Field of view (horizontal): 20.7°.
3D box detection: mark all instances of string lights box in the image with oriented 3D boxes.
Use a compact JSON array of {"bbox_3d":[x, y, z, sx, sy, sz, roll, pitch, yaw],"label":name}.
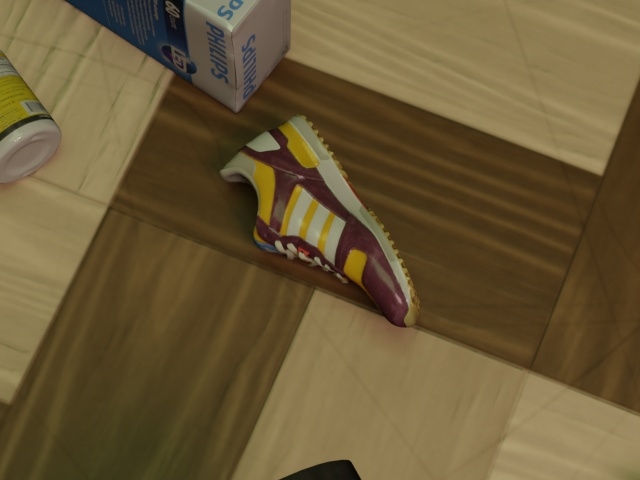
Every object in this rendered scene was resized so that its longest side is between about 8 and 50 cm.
[{"bbox_3d":[-0.147,-0.216,1.314,0.259,0.133,0.077,34,71,11],"label":"string lights box"}]

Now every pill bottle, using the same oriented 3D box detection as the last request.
[{"bbox_3d":[-0.249,-0.105,1.305,0.065,0.065,0.116,-34,72,-13],"label":"pill bottle"}]

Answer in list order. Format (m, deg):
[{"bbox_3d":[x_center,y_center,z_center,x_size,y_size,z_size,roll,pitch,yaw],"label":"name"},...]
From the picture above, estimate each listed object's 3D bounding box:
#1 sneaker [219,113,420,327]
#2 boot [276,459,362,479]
[{"bbox_3d":[0.000,0.000,1.273,0.084,0.069,0.185,-32,66,-4],"label":"sneaker"},{"bbox_3d":[-0.042,0.320,1.004,0.348,0.131,0.260,-44,74,11],"label":"boot"}]
